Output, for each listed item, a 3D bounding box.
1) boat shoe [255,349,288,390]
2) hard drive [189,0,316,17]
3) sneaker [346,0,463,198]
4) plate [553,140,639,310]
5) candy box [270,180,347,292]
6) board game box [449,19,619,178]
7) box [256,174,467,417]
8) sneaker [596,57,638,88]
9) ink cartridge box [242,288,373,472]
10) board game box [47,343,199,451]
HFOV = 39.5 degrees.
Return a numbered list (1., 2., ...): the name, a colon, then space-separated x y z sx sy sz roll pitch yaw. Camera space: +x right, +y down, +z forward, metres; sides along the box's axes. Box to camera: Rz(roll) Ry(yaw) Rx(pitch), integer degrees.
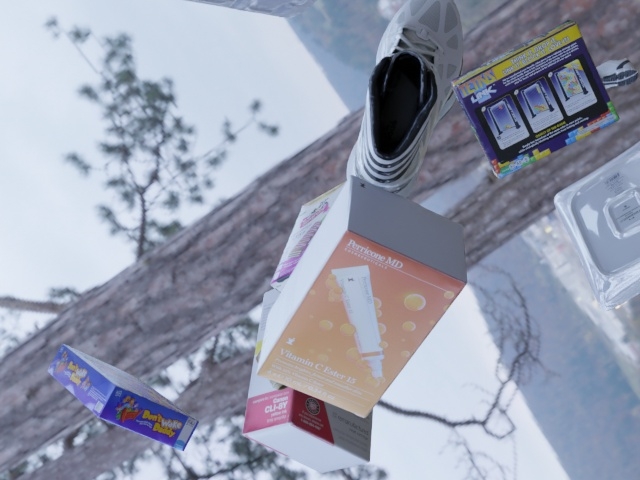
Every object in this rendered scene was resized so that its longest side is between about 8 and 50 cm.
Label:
1. boat shoe: 0.011 0.234 1.770 0.089 0.285 0.104 62 145 30
2. hard drive: -0.079 -0.397 1.185 0.339 0.237 0.064 -7 -107 -51
3. sneaker: 0.176 -0.295 1.541 0.169 0.447 0.257 18 160 0
4. plate: 0.589 -0.048 1.683 0.045 0.277 0.278 19 -135 -42
5. candy box: 0.000 0.000 1.872 0.071 0.159 0.233 40 -133 -22
6. board game box: 0.274 -0.181 1.149 0.141 0.170 0.048 61 -169 -14
7. box: 0.065 0.100 1.498 0.215 0.345 0.168 24 -147 -11
8. sneaker: 0.466 -0.272 1.477 0.040 0.109 0.043 70 -165 -48
9. ink cartridge box: -0.012 0.318 2.128 0.279 0.160 0.384 34 -133 -35
10. board game box: -0.467 0.363 2.085 0.233 0.078 0.347 33 170 -35
